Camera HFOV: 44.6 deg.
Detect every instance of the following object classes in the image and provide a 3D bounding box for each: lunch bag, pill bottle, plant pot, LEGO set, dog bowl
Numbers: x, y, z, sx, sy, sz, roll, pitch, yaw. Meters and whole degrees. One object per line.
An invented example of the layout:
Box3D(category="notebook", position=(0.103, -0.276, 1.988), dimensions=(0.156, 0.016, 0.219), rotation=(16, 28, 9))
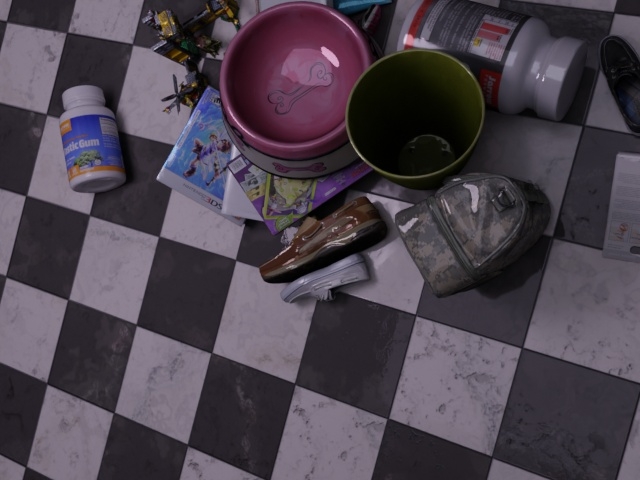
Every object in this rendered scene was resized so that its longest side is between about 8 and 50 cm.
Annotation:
Box3D(category="lunch bag", position=(0.332, -0.031, 1.615), dimensions=(0.256, 0.305, 0.212), rotation=(-31, 77, 22))
Box3D(category="pill bottle", position=(-0.632, -0.279, 2.145), dimensions=(0.152, 0.152, 0.271), rotation=(-18, 79, 22))
Box3D(category="pill bottle", position=(0.364, -0.391, 1.675), dimensions=(0.363, 0.210, 0.210), rotation=(23, 95, 24))
Box3D(category="plant pot", position=(0.214, -0.219, 1.670), dimensions=(0.275, 0.293, 0.274), rotation=(-3, 76, 12))
Box3D(category="LEGO set", position=(-0.309, -0.490, 1.994), dimensions=(0.255, 0.192, 0.331), rotation=(-16, 80, 22))
Box3D(category="dog bowl", position=(-0.045, -0.349, 1.753), dimensions=(0.408, 0.150, 0.407), rotation=(-1, 83, 8))

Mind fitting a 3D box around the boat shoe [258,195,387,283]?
Box3D(category="boat shoe", position=(0.000, 0.000, 1.866), dimensions=(0.324, 0.122, 0.119), rotation=(-26, 70, 12))

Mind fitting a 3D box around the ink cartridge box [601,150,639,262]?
Box3D(category="ink cartridge box", position=(0.687, -0.064, 1.603), dimensions=(0.181, 0.056, 0.224), rotation=(10, 108, 24))

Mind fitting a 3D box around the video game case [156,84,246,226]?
Box3D(category="video game case", position=(-0.236, -0.209, 1.948), dimensions=(0.244, 0.061, 0.269), rotation=(29, 99, -9))

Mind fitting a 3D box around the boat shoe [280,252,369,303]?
Box3D(category="boat shoe", position=(0.009, 0.109, 1.862), dimensions=(0.226, 0.083, 0.075), rotation=(-28, 74, 19))

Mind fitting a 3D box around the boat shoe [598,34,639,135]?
Box3D(category="boat shoe", position=(0.633, -0.329, 1.622), dimensions=(0.080, 0.076, 0.228), rotation=(-15, 80, 22))

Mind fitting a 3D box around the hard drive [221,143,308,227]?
Box3D(category="hard drive", position=(-0.110, -0.204, 1.898), dimensions=(0.210, 0.040, 0.318), rotation=(10, 98, -4))

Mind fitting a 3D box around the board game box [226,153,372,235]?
Box3D(category="board game box", position=(-0.023, -0.190, 1.847), dimensions=(0.347, 0.056, 0.208), rotation=(-33, 87, 3))

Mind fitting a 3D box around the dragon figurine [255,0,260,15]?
Box3D(category="dragon figurine", position=(-0.199, -0.710, 2.022), dimensions=(0.085, 0.144, 0.289), rotation=(-32, 93, 17))

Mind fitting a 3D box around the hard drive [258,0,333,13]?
Box3D(category="hard drive", position=(-0.056, -0.511, 1.920), dimensions=(0.203, 0.040, 0.307), rotation=(-1, 96, 34))

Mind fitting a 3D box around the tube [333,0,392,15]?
Box3D(category="tube", position=(0.069, -0.584, 1.915), dimensions=(0.207, 0.052, 0.080), rotation=(-16, 85, 19))

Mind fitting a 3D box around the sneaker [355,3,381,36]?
Box3D(category="sneaker", position=(0.080, -0.504, 1.891), dimensions=(0.075, 0.063, 0.170), rotation=(37, 106, 16))
